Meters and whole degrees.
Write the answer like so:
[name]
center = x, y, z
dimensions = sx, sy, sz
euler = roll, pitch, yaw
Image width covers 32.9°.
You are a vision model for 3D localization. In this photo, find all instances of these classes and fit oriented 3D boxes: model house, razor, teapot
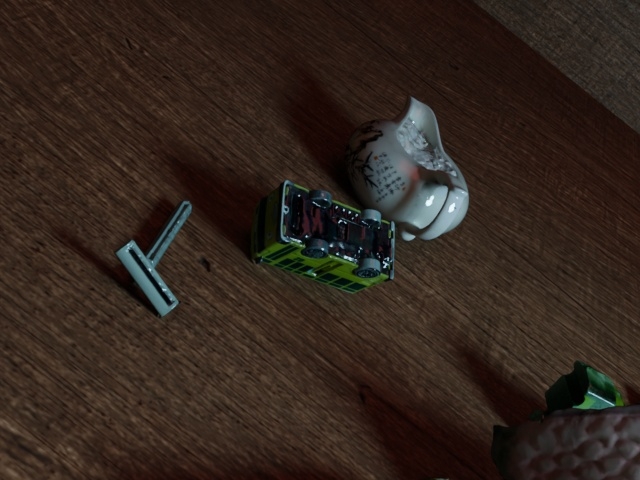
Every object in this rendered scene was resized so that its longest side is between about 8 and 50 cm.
[model house]
center = 0.292, 0.327, 1.112
dimensions = 0.237, 0.202, 0.237
euler = 63, 25, -53
[razor]
center = -0.173, 0.004, 1.182
dimensions = 0.084, 0.036, 0.211
euler = 58, 15, -17
[teapot]
center = 0.144, -0.094, 1.617
dimensions = 0.208, 0.166, 0.300
euler = 37, 13, -31

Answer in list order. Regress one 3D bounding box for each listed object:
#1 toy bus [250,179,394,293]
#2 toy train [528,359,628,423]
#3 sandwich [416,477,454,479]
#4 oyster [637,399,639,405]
[toy bus]
center = 0.000, 0.000, 1.325
dimensions = 0.175, 0.101, 0.088
euler = 20, 61, -33
[toy train]
center = 0.365, 0.248, 1.368
dimensions = 0.200, 0.132, 0.083
euler = 27, 29, -19
[sandwich]
center = 0.084, 0.330, 0.904
dimensions = 0.301, 0.099, 0.271
euler = 9, 40, -45
[oyster]
center = 0.583, 0.269, 1.695
dimensions = 0.294, 0.094, 0.166
euler = 4, 23, -36
